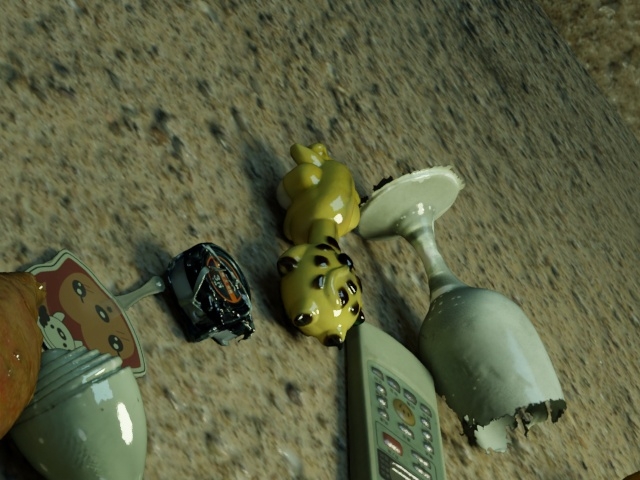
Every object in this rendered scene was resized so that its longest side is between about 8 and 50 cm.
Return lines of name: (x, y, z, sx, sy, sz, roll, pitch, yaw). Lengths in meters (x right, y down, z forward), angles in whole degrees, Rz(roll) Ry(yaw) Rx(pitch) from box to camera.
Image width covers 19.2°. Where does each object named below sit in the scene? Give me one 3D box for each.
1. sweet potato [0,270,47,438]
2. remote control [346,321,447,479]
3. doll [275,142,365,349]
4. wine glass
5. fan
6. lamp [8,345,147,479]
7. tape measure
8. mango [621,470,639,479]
sweet potato: (-0.256, 0.080, 1.347, 0.131, 0.131, 0.336, 48, 25, -11)
remote control: (0.079, 0.195, 1.914, 0.123, 0.038, 0.285, 41, 26, -24)
doll: (-0.001, 0.001, 1.982, 0.117, 0.086, 0.291, 44, 27, -29)
wine glass: (0.156, 0.075, 2.098, 0.143, 0.143, 0.321, 19, 40, -52)
fan: (-0.187, 0.062, 1.650, 0.132, 0.009, 0.220, 56, 25, 1)
lamp: (-0.166, 0.169, 1.440, 0.193, 0.106, 0.106, 63, 24, -2)
tape measure: (-0.101, 0.050, 1.768, 0.091, 0.054, 0.094, 11, 53, -59)
mango: (0.424, 0.393, 2.120, 0.317, 0.173, 0.211, 56, 15, -25)
